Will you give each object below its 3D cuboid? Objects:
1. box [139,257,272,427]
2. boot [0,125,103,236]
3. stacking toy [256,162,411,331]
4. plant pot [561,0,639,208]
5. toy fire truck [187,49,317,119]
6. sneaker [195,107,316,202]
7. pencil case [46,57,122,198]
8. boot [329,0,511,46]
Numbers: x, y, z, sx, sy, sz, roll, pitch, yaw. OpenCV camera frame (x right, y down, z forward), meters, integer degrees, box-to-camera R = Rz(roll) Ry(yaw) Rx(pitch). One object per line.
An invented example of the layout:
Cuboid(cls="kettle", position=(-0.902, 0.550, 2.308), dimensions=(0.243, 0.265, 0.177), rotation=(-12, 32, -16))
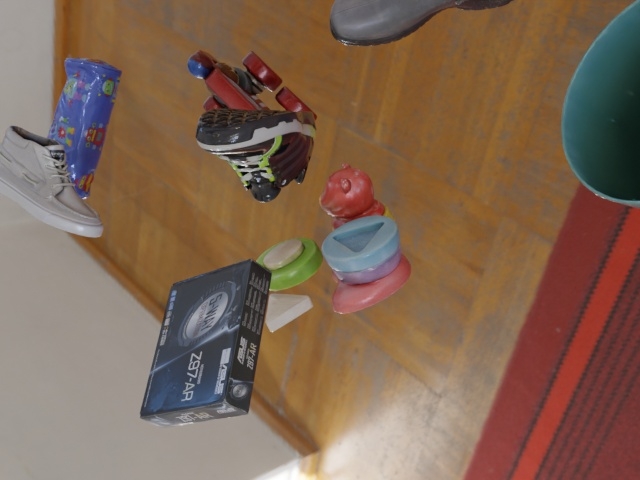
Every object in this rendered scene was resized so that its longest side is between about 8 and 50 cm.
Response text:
Cuboid(cls="box", position=(-0.062, 0.057, 0.426), dimensions=(0.067, 0.018, 0.083), rotation=(-17, 51, 36))
Cuboid(cls="boot", position=(-0.480, -0.111, 1.388), dimensions=(0.258, 0.095, 0.123), rotation=(28, 103, 14))
Cuboid(cls="stacking toy", position=(0.000, 0.000, 1.348), dimensions=(0.309, 0.279, 0.130), rotation=(-107, -5, -63))
Cuboid(cls="plant pot", position=(0.504, -0.153, 1.008), dimensions=(0.293, 0.235, 0.293), rotation=(-30, 51, 46))
Cuboid(cls="toy fire truck", position=(-0.165, -0.301, 1.642), dimensions=(0.169, 0.254, 0.302), rotation=(-45, 69, 7))
Cuboid(cls="sneaker", position=(-0.053, -0.086, 0.806), dimensions=(0.084, 0.234, 0.097), rotation=(6, 100, 18))
Cuboid(cls="pencil case", position=(-0.522, -0.241, 1.670), dimensions=(0.133, 0.119, 0.306), rotation=(21, 98, 27))
Cuboid(cls="boot", position=(0.162, -0.430, 1.206), dimensions=(0.338, 0.223, 0.118), rotation=(-19, 75, 4))
